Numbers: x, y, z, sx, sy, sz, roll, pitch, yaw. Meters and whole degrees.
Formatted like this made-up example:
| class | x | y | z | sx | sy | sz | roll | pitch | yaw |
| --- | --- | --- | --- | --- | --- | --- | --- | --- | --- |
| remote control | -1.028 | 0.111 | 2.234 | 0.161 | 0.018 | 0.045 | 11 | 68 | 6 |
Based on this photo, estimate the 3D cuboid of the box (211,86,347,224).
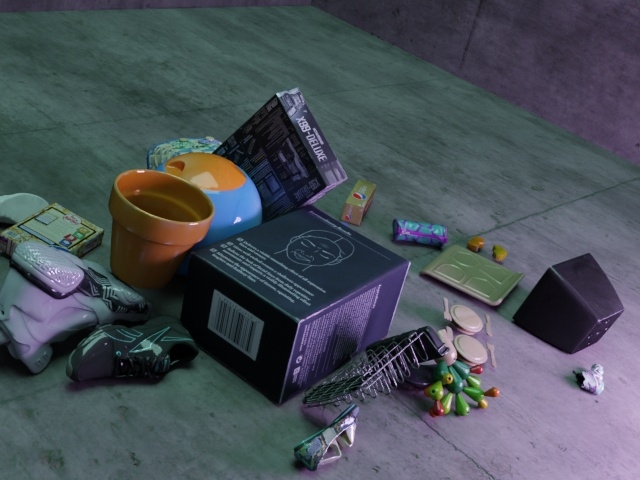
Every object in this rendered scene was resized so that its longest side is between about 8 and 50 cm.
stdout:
| class | x | y | z | sx | sy | sz | roll | pitch | yaw |
| --- | --- | --- | --- | --- | --- | --- | --- | --- | --- |
| box | -0.106 | -0.176 | 1.976 | 0.076 | 0.307 | 0.242 | -25 | 84 | -44 |

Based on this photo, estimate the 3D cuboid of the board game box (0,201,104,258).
| class | x | y | z | sx | sy | sz | roll | pitch | yaw |
| --- | --- | --- | --- | --- | --- | --- | --- | --- | --- |
| board game box | -0.609 | -0.005 | 1.909 | 0.146 | 0.045 | 0.193 | 28 | 31 | 10 |

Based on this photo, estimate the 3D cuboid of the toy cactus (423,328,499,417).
| class | x | y | z | sx | sy | sz | roll | pitch | yaw |
| --- | --- | --- | --- | --- | --- | --- | --- | --- | --- |
| toy cactus | 0.274 | 0.272 | 1.729 | 0.219 | 0.112 | 0.180 | -4 | 72 | -47 |

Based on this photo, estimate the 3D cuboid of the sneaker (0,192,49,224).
| class | x | y | z | sx | sy | sz | roll | pitch | yaw |
| --- | --- | --- | --- | --- | --- | --- | --- | --- | --- |
| sneaker | -0.747 | -0.074 | 1.971 | 0.212 | 0.080 | 0.094 | -1 | 7 | -37 |

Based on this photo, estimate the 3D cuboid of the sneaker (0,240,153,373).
| class | x | y | z | sx | sy | sz | roll | pitch | yaw |
| --- | --- | --- | --- | --- | --- | --- | --- | --- | --- |
| sneaker | -0.494 | 0.144 | 1.632 | 0.137 | 0.210 | 0.366 | 34 | 0 | 31 |

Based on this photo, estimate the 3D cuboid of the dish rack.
| class | x | y | z | sx | sy | sz | roll | pitch | yaw |
| --- | --- | --- | --- | --- | --- | --- | --- | --- | --- |
| dish rack | 0.100 | 0.261 | 1.644 | 0.271 | 0.208 | 0.074 | -31 | 92 | -42 |

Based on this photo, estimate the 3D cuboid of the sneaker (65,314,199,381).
| class | x | y | z | sx | sy | sz | roll | pitch | yaw |
| --- | --- | --- | --- | --- | --- | --- | --- | --- | --- |
| sneaker | -0.352 | 0.214 | 1.599 | 0.267 | 0.101 | 0.106 | -17 | 44 | -43 |

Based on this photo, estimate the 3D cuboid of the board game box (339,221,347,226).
| class | x | y | z | sx | sy | sz | roll | pitch | yaw |
| --- | --- | --- | --- | --- | --- | --- | --- | --- | --- |
| board game box | 0.000 | 0.000 | 2.204 | 0.136 | 0.035 | 0.201 | 13 | 29 | -2 |

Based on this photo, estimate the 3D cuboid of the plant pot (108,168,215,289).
| class | x | y | z | sx | sy | sz | roll | pitch | yaw |
| --- | --- | --- | --- | --- | --- | --- | --- | --- | --- |
| plant pot | -0.339 | -0.013 | 1.696 | 0.205 | 0.188 | 0.205 | 19 | 26 | -10 |

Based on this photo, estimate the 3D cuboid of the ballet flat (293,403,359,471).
| class | x | y | z | sx | sy | sz | roll | pitch | yaw |
| --- | --- | --- | --- | --- | --- | --- | --- | --- | --- |
| ballet flat | 0.024 | 0.368 | 1.550 | 0.070 | 0.070 | 0.188 | 31 | 34 | 27 |

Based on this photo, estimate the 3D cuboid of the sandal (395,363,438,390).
| class | x | y | z | sx | sy | sz | roll | pitch | yaw |
| --- | --- | --- | --- | --- | --- | --- | --- | --- | --- |
| sandal | 0.225 | 0.295 | 1.789 | 0.179 | 0.040 | 0.067 | 6 | 32 | -45 |

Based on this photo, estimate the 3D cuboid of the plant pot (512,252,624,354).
| class | x | y | z | sx | sy | sz | roll | pitch | yaw |
| --- | --- | --- | --- | --- | --- | --- | --- | --- | --- |
| plant pot | 0.622 | 0.166 | 2.057 | 0.188 | 0.187 | 0.167 | -14 | 53 | -41 |

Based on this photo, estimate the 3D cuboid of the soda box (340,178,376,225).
| class | x | y | z | sx | sy | sz | roll | pitch | yaw |
| --- | --- | --- | --- | --- | --- | --- | --- | --- | --- |
| soda box | 0.111 | -0.112 | 2.425 | 0.058 | 0.061 | 0.181 | 17 | 29 | 7 |

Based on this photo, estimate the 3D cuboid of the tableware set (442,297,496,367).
| class | x | y | z | sx | sy | sz | roll | pitch | yaw |
| --- | --- | --- | --- | --- | --- | --- | --- | --- | --- |
| tableware set | 0.337 | 0.225 | 1.958 | 0.128 | 0.039 | 0.194 | 22 | 33 | -10 |

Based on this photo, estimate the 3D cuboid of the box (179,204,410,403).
| class | x | y | z | sx | sy | sz | roll | pitch | yaw |
| --- | --- | --- | --- | --- | --- | --- | --- | --- | --- |
| box | -0.052 | 0.118 | 1.789 | 0.293 | 0.212 | 0.395 | 30 | 33 | 28 |

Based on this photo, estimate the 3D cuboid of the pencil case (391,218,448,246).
| class | x | y | z | sx | sy | sz | roll | pitch | yaw |
| --- | --- | --- | --- | --- | --- | --- | --- | --- | --- |
| pencil case | 0.274 | -0.020 | 2.333 | 0.151 | 0.064 | 0.070 | 7 | 14 | -12 |

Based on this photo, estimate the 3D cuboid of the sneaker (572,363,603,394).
| class | x | y | z | sx | sy | sz | roll | pitch | yaw |
| --- | --- | --- | --- | --- | --- | --- | --- | --- | --- |
| sneaker | 0.611 | 0.308 | 1.930 | 0.069 | 0.038 | 0.098 | 17 | 28 | 4 |

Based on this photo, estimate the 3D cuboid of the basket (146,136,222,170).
| class | x | y | z | sx | sy | sz | roll | pitch | yaw |
| --- | --- | --- | --- | --- | --- | --- | --- | --- | --- |
| basket | -0.341 | -0.168 | 2.206 | 0.254 | 0.201 | 0.289 | -8 | 1 | -36 |

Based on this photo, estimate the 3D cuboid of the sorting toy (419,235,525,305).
| class | x | y | z | sx | sy | sz | roll | pitch | yaw |
| --- | --- | --- | --- | --- | --- | --- | --- | --- | --- |
| sorting toy | 0.426 | 0.079 | 2.260 | 0.229 | 0.041 | 0.307 | 23 | 29 | 24 |

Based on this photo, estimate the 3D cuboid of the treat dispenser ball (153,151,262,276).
| class | x | y | z | sx | sy | sz | roll | pitch | yaw |
| --- | --- | --- | --- | --- | --- | --- | --- | --- | --- |
| treat dispenser ball | -0.277 | -0.057 | 1.917 | 0.288 | 0.288 | 0.288 | 11 | 29 | -6 |
